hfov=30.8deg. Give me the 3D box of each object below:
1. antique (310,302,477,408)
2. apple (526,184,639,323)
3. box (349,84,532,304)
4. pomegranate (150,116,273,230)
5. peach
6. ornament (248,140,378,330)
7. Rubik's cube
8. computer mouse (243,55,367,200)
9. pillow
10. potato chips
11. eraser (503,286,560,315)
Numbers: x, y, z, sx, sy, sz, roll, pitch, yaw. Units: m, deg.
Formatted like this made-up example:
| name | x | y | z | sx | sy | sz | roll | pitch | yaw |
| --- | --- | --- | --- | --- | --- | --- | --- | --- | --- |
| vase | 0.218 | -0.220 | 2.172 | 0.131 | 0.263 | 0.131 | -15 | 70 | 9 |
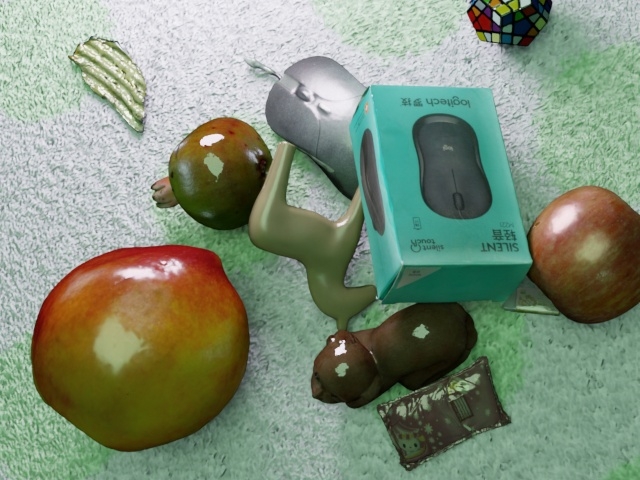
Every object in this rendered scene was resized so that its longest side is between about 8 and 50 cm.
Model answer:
| name | x | y | z | sx | sy | sz | roll | pitch | yaw |
| --- | --- | --- | --- | --- | --- | --- | --- | --- | --- |
| antique | 0.101 | 0.167 | 1.718 | 0.256 | 0.143 | 0.121 | -20 | 75 | 11 |
| apple | 0.384 | 0.022 | 1.657 | 0.174 | 0.188 | 0.188 | -43 | 71 | 4 |
| box | 0.169 | -0.071 | 1.689 | 0.205 | 0.118 | 0.311 | -1 | 63 | -13 |
| pomegranate | -0.176 | -0.099 | 1.842 | 0.209 | 0.180 | 0.180 | -15 | 73 | 29 |
| peach | -0.259 | 0.151 | 1.732 | 0.308 | 0.308 | 0.332 | 42 | 85 | 19 |
| ornament | 0.000 | 0.000 | 1.785 | 0.230 | 0.061 | 0.245 | 19 | 89 | -11 |
| Rubik's cube | 0.294 | -0.362 | 1.811 | 0.133 | 0.133 | 0.112 | -28 | 45 | 6 |
| computer mouse | 0.008 | -0.201 | 1.858 | 0.379 | 0.090 | 0.167 | 37 | 87 | 20 |
| pillow | 0.183 | 0.255 | 1.721 | 0.185 | 0.043 | 0.118 | -24 | 97 | 8 |
| potato chips | -0.347 | -0.276 | 1.991 | 0.092 | 0.028 | 0.207 | -45 | 69 | 2 |
| eraser | 0.318 | 0.090 | 1.744 | 0.083 | 0.019 | 0.038 | 4 | 76 | 15 |
